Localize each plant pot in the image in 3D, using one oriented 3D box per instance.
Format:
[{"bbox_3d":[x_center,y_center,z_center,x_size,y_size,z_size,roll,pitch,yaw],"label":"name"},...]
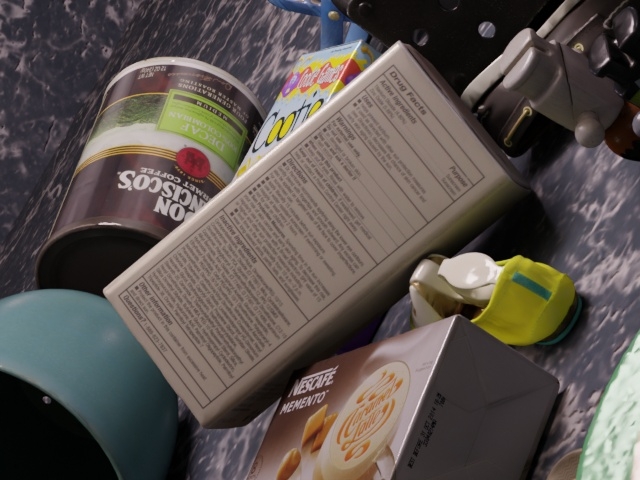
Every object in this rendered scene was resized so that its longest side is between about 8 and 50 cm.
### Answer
[{"bbox_3d":[-0.272,0.182,1.950,0.293,0.293,0.235,-45,6,34],"label":"plant pot"},{"bbox_3d":[0.115,-0.222,1.687,0.187,0.188,0.167,-50,8,22],"label":"plant pot"}]

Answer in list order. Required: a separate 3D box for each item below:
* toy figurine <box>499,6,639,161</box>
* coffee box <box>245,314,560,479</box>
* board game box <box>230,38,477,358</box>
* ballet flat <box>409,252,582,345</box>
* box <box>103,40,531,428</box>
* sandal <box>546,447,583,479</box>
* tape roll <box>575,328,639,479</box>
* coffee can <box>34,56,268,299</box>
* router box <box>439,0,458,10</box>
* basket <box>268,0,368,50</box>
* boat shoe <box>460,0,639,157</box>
[{"bbox_3d":[0.246,-0.157,1.374,0.213,0.148,0.209,-8,58,65],"label":"toy figurine"},{"bbox_3d":[0.048,0.155,1.426,0.246,0.098,0.141,-24,38,60],"label":"coffee box"},{"bbox_3d":[0.001,-0.021,1.768,0.275,0.144,0.142,-62,19,-12],"label":"board game box"},{"bbox_3d":[0.111,0.040,1.487,0.077,0.077,0.231,-63,18,-14],"label":"ballet flat"},{"bbox_3d":[0.000,0.000,1.574,0.311,0.148,0.121,-38,-12,9],"label":"box"},{"bbox_3d":[0.160,0.176,1.180,0.072,0.049,0.180,-51,19,21],"label":"sandal"},{"bbox_3d":[0.262,0.090,0.931,0.321,0.077,0.321,-38,29,25],"label":"tape roll"},{"bbox_3d":[-0.178,-0.038,2.170,0.201,0.201,0.275,-42,24,40],"label":"coffee can"},{"bbox_3d":[0.223,-0.377,1.879,0.309,0.081,0.243,-36,28,49],"label":"router box"},{"bbox_3d":[0.044,-0.320,2.094,0.289,0.201,0.254,83,-161,-52],"label":"basket"},{"bbox_3d":[0.211,-0.155,1.573,0.228,0.068,0.081,-42,-13,33],"label":"boat shoe"}]
